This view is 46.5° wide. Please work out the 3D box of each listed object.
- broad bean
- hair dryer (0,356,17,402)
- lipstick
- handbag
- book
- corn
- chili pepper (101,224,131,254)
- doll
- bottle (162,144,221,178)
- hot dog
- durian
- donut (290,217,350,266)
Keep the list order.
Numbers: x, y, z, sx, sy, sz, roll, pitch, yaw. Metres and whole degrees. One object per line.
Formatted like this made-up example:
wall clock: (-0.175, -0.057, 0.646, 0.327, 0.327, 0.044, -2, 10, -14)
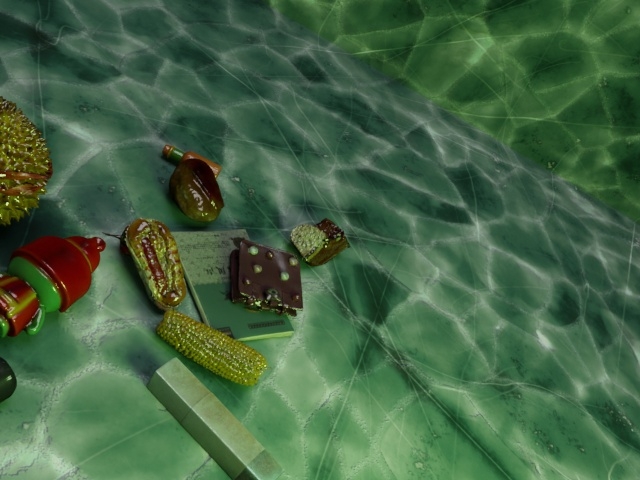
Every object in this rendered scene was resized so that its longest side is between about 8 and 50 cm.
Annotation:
broad bean: (-0.368, -0.145, 2.211, 0.156, 0.122, 0.228, 20, 43, -47)
hair dryer: (-0.805, 0.232, 1.522, 0.352, 0.107, 0.189, 40, 35, 13)
lipstick: (-0.247, 0.435, 1.734, 0.371, 0.079, 0.076, 44, 40, 10)
handbag: (-0.150, 0.107, 2.102, 0.203, 0.074, 0.216, 18, 42, -24)
book: (-0.253, 0.121, 2.091, 0.264, 0.031, 0.379, -4, 53, -40)
corn: (-0.267, 0.276, 1.868, 0.311, 0.101, 0.101, 28, 39, -10)
chili pepper: (-0.495, 0.001, 1.991, 0.192, 0.086, 0.084, 18, 69, -36)
doll: (-0.636, 0.080, 1.744, 0.183, 0.160, 0.363, 39, 38, 6)
bottle: (-0.405, -0.243, 2.328, 0.187, 0.069, 0.069, 28, 39, -5)
hot dog: (-0.422, 0.060, 1.931, 0.131, 0.069, 0.252, -19, 90, -36)
durian: (-0.801, -0.182, 1.712, 0.348, 0.384, 0.347, 17, 52, -23)
donut: (-0.008, 0.007, 2.338, 0.187, 0.144, 0.126, -32, 63, -18)
